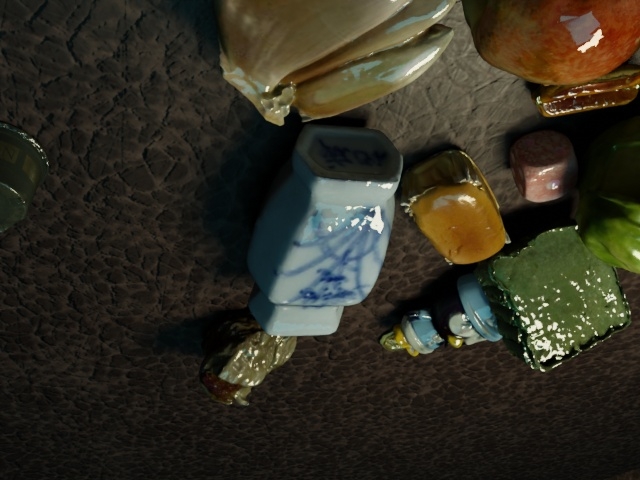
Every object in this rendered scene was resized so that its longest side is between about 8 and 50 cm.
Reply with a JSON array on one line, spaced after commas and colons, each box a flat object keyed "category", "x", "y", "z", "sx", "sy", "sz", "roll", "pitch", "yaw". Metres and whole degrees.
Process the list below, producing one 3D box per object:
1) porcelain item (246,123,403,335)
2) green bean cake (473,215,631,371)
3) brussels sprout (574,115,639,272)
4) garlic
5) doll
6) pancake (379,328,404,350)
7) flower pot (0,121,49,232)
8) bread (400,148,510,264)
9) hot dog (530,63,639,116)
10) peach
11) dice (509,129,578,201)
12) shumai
[{"category": "porcelain item", "x": 0.000, "y": 0.000, "z": 1.109, "sx": 0.243, "sy": 0.178, "sz": 0.405, "roll": 2, "pitch": 140, "yaw": -16}, {"category": "green bean cake", "x": 0.453, "y": 0.098, "z": 1.275, "sx": 0.241, "sy": 0.132, "sz": 0.255, "roll": -27, "pitch": 99, "yaw": -5}, {"category": "brussels sprout", "x": 0.540, "y": -0.075, "z": 1.075, "sx": 0.227, "sy": 0.259, "sz": 0.294, "roll": 16, "pitch": 180, "yaw": 18}, {"category": "garlic", "x": 0.003, "y": -0.284, "z": 0.800, "sx": 0.325, "sy": 0.132, "sz": 0.279, "roll": -30, "pitch": 138, "yaw": 25}, {"category": "doll", "x": 0.313, "y": 0.166, "z": 1.420, "sx": 0.314, "sy": 0.141, "sz": 0.177, "roll": -31, "pitch": 128, "yaw": 28}, {"category": "pancake", "x": 0.197, "y": 0.240, "z": 1.579, "sx": 0.108, "sy": 0.017, "sz": 0.108, "roll": -5, "pitch": 137, "yaw": -5}, {"category": "flower pot", "x": -0.486, "y": -0.086, "z": 0.947, "sx": 0.158, "sy": 0.106, "sz": 0.157, "roll": -8, "pitch": 140, "yaw": -7}, {"category": "bread", "x": 0.247, "y": -0.049, "z": 1.168, "sx": 0.136, "sy": 0.107, "sz": 0.241, "roll": -24, "pitch": 139, "yaw": 19}, {"category": "hot dog", "x": 0.425, "y": -0.239, "z": 1.016, "sx": 0.188, "sy": 0.055, "sz": 0.072, "roll": -10, "pitch": 144, "yaw": -2}, {"category": "peach", "x": 0.307, "y": -0.295, "z": 0.782, "sx": 0.257, "sy": 0.232, "sz": 0.232, "roll": -1, "pitch": 140, "yaw": -8}, {"category": "dice", "x": 0.383, "y": -0.128, "z": 1.113, "sx": 0.094, "sy": 0.091, "sz": 0.093, "roll": -16, "pitch": 141, "yaw": 4}, {"category": "shumai", "x": -0.149, "y": 0.262, "z": 1.387, "sx": 0.218, "sy": 0.185, "sz": 0.184, "roll": -12, "pitch": 141, "yaw": 1}]
